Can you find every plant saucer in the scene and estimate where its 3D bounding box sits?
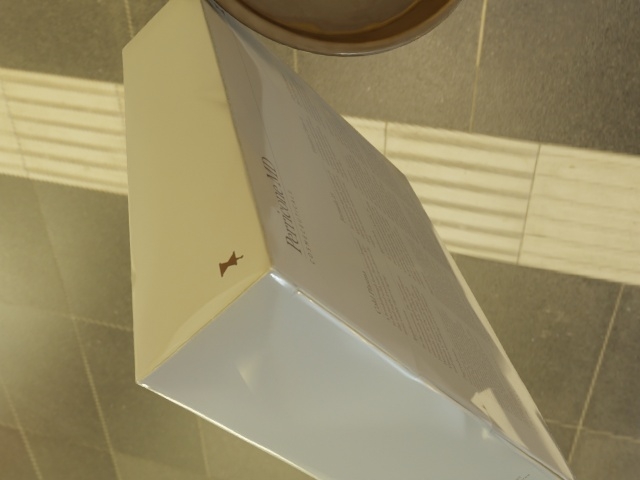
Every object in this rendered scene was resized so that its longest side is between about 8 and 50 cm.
[{"bbox_3d":[0.005,-0.277,0.623,0.277,0.278,0.041,38,166,-11],"label":"plant saucer"}]

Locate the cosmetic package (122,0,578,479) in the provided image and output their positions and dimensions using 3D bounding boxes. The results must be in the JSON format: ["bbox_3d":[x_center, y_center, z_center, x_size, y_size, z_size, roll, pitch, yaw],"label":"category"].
[{"bbox_3d":[0.000,0.000,0.560,0.097,0.377,0.284,-39,126,14],"label":"cosmetic package"}]
